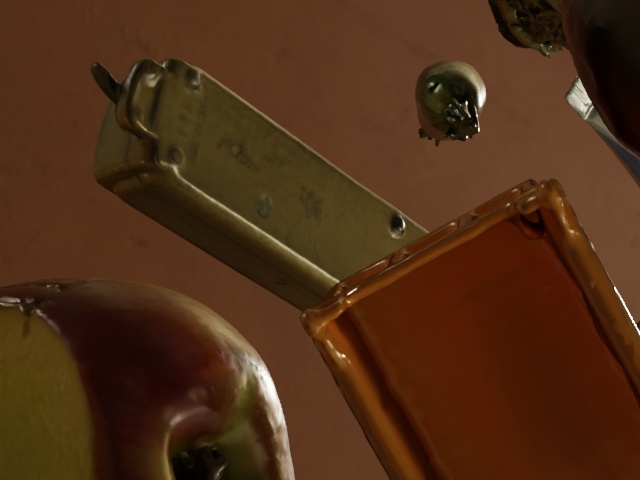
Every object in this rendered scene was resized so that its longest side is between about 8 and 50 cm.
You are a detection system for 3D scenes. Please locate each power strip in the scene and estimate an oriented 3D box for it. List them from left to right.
[{"bbox_3d":[0.000,0.000,0.827,0.305,0.044,0.064,34,-124,-37],"label":"power strip"}]

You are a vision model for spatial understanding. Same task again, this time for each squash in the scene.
[{"bbox_3d":[0.128,-0.137,1.718,0.071,0.318,0.080,-22,-88,2],"label":"squash"}]

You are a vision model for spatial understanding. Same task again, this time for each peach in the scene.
[{"bbox_3d":[-0.153,0.153,1.132,0.274,0.245,0.249,7,-116,37],"label":"peach"}]

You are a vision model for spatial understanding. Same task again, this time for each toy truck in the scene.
[{"bbox_3d":[0.105,0.113,0.628,0.114,0.135,0.270,-29,-87,9],"label":"toy truck"}]

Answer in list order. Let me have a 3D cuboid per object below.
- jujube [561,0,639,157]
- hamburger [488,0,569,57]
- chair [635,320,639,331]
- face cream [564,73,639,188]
[{"bbox_3d":[0.195,-0.110,0.630,0.168,0.236,0.168,14,-119,-28],"label":"jujube"},{"bbox_3d":[0.198,-0.218,1.327,0.185,0.131,0.159,-21,-75,-20],"label":"hamburger"},{"bbox_3d":[0.207,0.170,1.044,0.172,0.158,0.247,-13,-109,-44],"label":"chair"},{"bbox_3d":[0.366,-0.100,1.606,0.137,0.420,0.235,13,-114,46],"label":"face cream"}]
